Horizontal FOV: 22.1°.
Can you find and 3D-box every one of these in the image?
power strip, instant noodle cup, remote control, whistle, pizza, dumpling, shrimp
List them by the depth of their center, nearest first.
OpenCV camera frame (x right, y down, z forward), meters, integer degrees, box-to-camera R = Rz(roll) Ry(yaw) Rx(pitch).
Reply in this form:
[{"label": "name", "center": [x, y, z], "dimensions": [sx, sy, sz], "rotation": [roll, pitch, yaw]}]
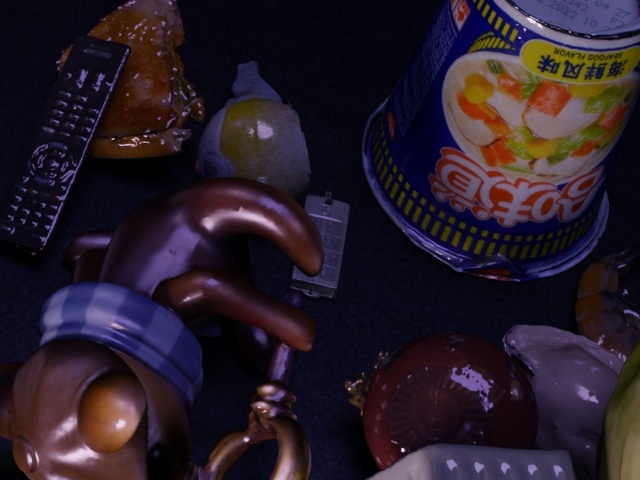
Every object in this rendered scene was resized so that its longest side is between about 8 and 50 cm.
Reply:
[{"label": "dumpling", "center": [0.246, 0.159, 1.525], "dimensions": [0.136, 0.118, 0.199], "rotation": [-9, 69, -45]}, {"label": "remote control", "center": [-0.251, -0.096, 1.599], "dimensions": [0.063, 0.025, 0.245], "rotation": [13, 64, 14]}, {"label": "instant noodle cup", "center": [0.208, -0.162, 1.640], "dimensions": [0.284, 0.312, 0.284], "rotation": [7, 51, -9]}, {"label": "power strip", "center": [0.000, 0.000, 1.642], "dimensions": [0.051, 0.019, 0.136], "rotation": [13, 50, -3]}, {"label": "whistle", "center": [-0.074, -0.107, 1.658], "dimensions": [0.123, 0.123, 0.223], "rotation": [4, 37, -12]}, {"label": "shrimp", "center": [0.385, 0.077, 1.668], "dimensions": [0.262, 0.051, 0.198], "rotation": [8, 50, -5]}, {"label": "pizza", "center": [-0.198, -0.163, 1.694], "dimensions": [0.147, 0.069, 0.226], "rotation": [-15, 51, 0]}]

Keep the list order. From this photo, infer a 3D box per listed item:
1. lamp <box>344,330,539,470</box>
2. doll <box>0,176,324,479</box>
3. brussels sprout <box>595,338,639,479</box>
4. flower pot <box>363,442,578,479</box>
[{"label": "lamp", "center": [0.119, 0.158, 1.478], "dimensions": [0.156, 0.135, 0.157], "rotation": [-27, 78, 13]}, {"label": "doll", "center": [-0.136, 0.101, 1.429], "dimensions": [0.318, 0.209, 0.339], "rotation": [0, 41, 27]}, {"label": "brussels sprout", "center": [0.402, 0.220, 1.362], "dimensions": [0.425, 0.342, 0.361], "rotation": [12, 35, -30]}, {"label": "flower pot", "center": [0.122, 0.294, 1.312], "dimensions": [0.209, 0.239, 0.189], "rotation": [29, 39, -36]}]
